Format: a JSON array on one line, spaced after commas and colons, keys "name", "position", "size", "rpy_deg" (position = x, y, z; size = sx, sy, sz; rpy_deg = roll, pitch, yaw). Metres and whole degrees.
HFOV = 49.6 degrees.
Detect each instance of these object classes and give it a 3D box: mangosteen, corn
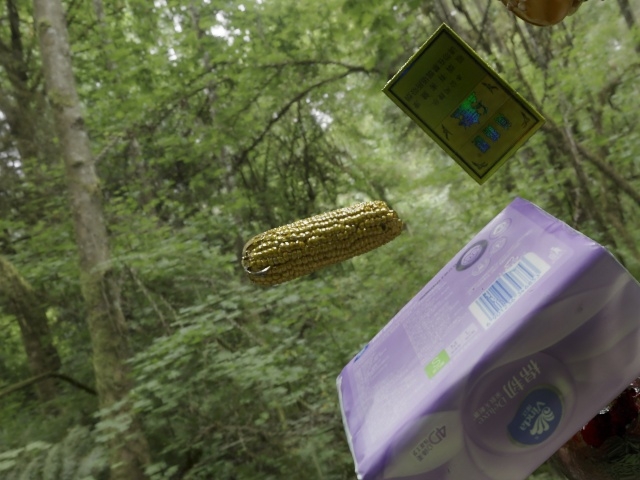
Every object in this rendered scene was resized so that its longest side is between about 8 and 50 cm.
[{"name": "mangosteen", "position": [0.463, 0.288, 1.023], "size": [0.235, 0.261, 0.235], "rpy_deg": [-37, 18, 15]}, {"name": "corn", "position": [0.000, 0.000, 1.218], "size": [0.293, 0.106, 0.106], "rpy_deg": [-21, -3, 3]}]

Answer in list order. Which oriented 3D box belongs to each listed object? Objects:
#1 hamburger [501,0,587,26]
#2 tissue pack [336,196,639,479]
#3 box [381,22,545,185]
[{"name": "hamburger", "position": [0.168, -0.237, 0.504], "size": [0.115, 0.162, 0.162], "rpy_deg": [-30, -4, 5]}, {"name": "tissue pack", "position": [0.183, 0.137, 0.775], "size": [0.338, 0.160, 0.242], "rpy_deg": [-47, 12, 9]}, {"name": "box", "position": [0.223, -0.211, 1.087], "size": [0.141, 0.220, 0.064], "rpy_deg": [-47, -2, 11]}]
